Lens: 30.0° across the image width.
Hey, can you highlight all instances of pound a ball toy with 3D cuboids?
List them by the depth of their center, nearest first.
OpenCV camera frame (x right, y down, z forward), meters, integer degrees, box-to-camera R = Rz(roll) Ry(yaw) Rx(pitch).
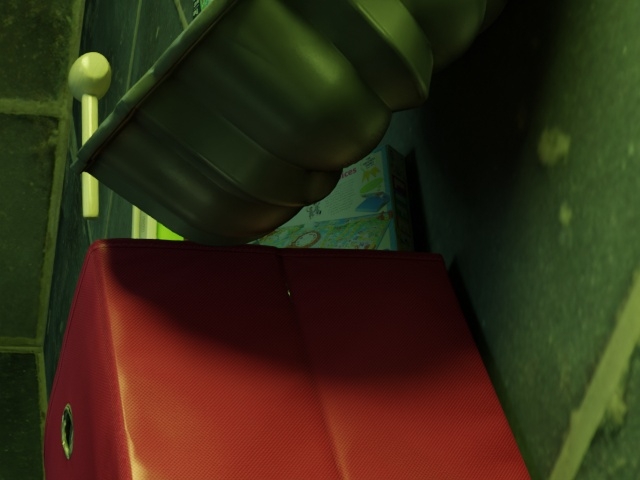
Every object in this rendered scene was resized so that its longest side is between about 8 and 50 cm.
[{"bbox_3d":[-0.189,-0.039,1.363,0.136,0.208,0.319,163,108,-70],"label":"pound a ball toy"}]

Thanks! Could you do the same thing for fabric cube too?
[{"bbox_3d":[-0.034,0.180,0.782,0.258,0.259,0.254,-107,28,-43],"label":"fabric cube"}]

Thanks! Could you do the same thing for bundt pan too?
[{"bbox_3d":[0.000,-0.123,0.759,0.331,0.124,0.331,-44,9,9],"label":"bundt pan"}]

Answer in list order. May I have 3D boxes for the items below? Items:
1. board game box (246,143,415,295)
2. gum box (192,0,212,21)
[{"bbox_3d":[0.000,0.000,0.934,0.154,0.026,0.103,-22,56,30],"label":"board game box"},{"bbox_3d":[-0.119,-0.371,1.468,0.157,0.041,0.184,178,94,-71],"label":"gum box"}]
